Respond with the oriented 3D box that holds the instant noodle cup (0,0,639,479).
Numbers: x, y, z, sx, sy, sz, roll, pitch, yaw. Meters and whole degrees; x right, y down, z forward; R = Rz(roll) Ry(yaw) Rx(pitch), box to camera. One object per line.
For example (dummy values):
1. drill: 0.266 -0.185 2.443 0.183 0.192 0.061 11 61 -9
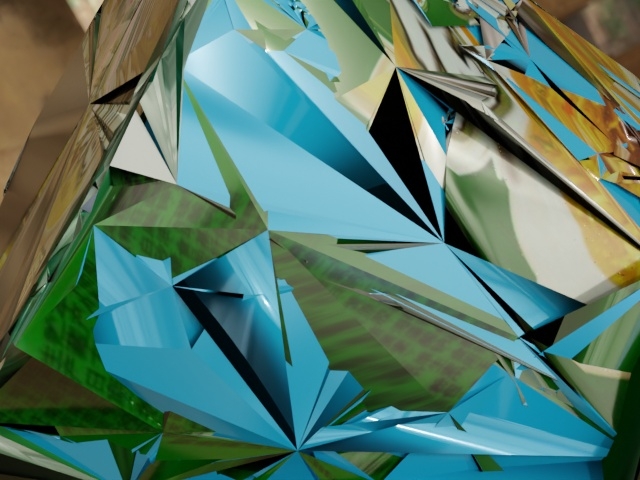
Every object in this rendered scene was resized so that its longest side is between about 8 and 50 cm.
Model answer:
1. instant noodle cup: 0.000 0.000 0.465 0.178 0.240 0.240 26 27 -15
